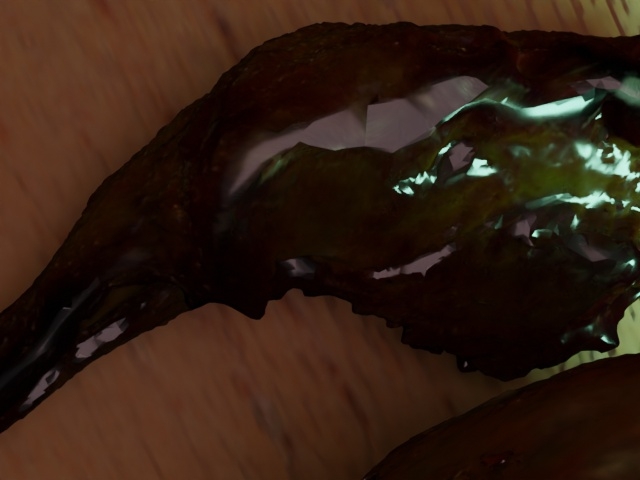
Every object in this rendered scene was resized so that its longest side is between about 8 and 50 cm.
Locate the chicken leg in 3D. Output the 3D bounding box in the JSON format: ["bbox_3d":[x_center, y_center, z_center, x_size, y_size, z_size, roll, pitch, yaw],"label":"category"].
[{"bbox_3d":[0.000,0.000,0.689,0.407,0.096,0.158,-16,115,-10],"label":"chicken leg"}]

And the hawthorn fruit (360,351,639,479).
[{"bbox_3d":[0.115,0.186,0.612,0.316,0.316,0.316,0,92,-13],"label":"hawthorn fruit"}]
